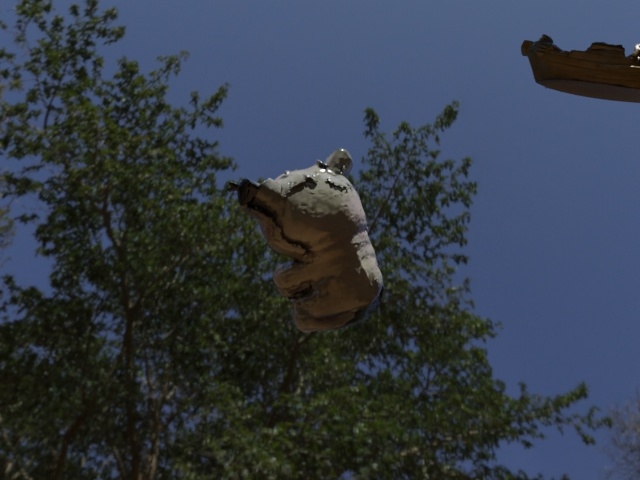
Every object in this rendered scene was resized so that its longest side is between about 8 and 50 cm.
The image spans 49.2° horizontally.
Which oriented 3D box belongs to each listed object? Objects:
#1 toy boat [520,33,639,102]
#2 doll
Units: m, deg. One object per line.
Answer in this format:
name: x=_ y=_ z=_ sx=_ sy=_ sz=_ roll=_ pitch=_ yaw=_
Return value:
toy boat: x=0.251 y=-0.154 z=0.617 sx=0.149 sy=0.047 sz=0.049 roll=15 pitch=-93 yaw=23
doll: x=0.000 y=0.000 z=0.737 sx=0.095 sy=0.149 sz=0.192 roll=-12 pitch=-75 yaw=59
